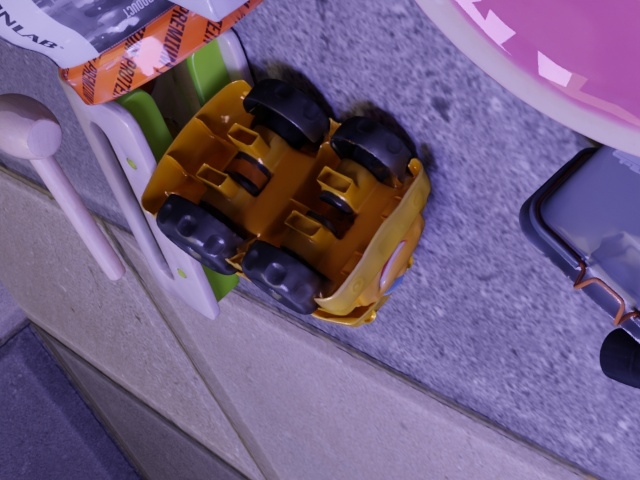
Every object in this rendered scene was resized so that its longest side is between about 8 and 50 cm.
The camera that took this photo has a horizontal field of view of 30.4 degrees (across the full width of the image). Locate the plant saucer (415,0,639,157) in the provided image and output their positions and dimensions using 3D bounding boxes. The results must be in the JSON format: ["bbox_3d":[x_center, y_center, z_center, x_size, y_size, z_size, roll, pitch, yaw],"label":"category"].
[{"bbox_3d":[0.133,-0.135,0.420,0.332,0.084,0.332,28,155,15],"label":"plant saucer"}]

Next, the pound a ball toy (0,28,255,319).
[{"bbox_3d":[-0.160,-0.063,1.027,0.136,0.208,0.319,32,155,35],"label":"pound a ball toy"}]

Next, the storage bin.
[{"bbox_3d":[0.185,-0.007,0.629,0.135,0.098,0.091,44,148,11],"label":"storage bin"}]

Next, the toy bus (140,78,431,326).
[{"bbox_3d":[0.000,0.000,0.943,0.220,0.149,0.211,26,164,39],"label":"toy bus"}]

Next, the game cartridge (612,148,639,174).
[{"bbox_3d":[0.187,-0.045,0.581,0.083,0.056,0.017,28,147,-6],"label":"game cartridge"}]

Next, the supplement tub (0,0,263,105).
[{"bbox_3d":[-0.174,-0.263,0.705,0.338,0.207,0.207,56,158,-19],"label":"supplement tub"}]

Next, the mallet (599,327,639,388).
[{"bbox_3d":[0.260,0.133,0.806,0.189,0.039,0.062,51,157,-22],"label":"mallet"}]

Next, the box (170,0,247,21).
[{"bbox_3d":[-0.043,-0.233,0.538,0.119,0.182,0.181,32,154,40],"label":"box"}]
